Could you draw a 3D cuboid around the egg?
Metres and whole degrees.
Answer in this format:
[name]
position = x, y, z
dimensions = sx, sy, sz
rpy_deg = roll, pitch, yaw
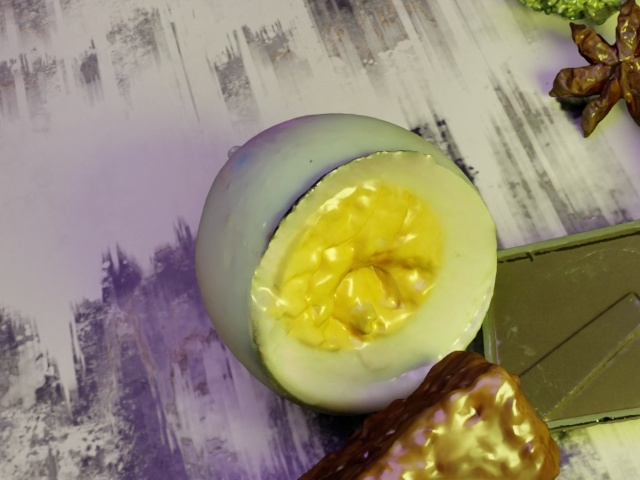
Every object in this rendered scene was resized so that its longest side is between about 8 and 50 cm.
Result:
[egg]
position = 0.000, 0.000, 1.695
dimensions = 0.354, 0.354, 0.340
rpy_deg = -36, 33, -9

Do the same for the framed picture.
[framed picture]
position = 0.351, 0.097, 1.600
dimensions = 0.335, 0.022, 0.247
rpy_deg = -14, 63, 26

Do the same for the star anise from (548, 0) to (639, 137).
[star anise]
position = 0.420, -0.238, 1.860
dimensions = 0.212, 0.111, 0.196
rpy_deg = 31, 74, 32

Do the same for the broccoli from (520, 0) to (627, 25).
[broccoli]
position = 0.398, -0.439, 1.966
dimensions = 0.288, 0.235, 0.260
rpy_deg = -44, 27, -11

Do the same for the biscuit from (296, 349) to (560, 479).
[biscuit]
position = 0.069, 0.291, 1.423
dimensions = 0.395, 0.342, 0.166
rpy_deg = -41, 91, -1
